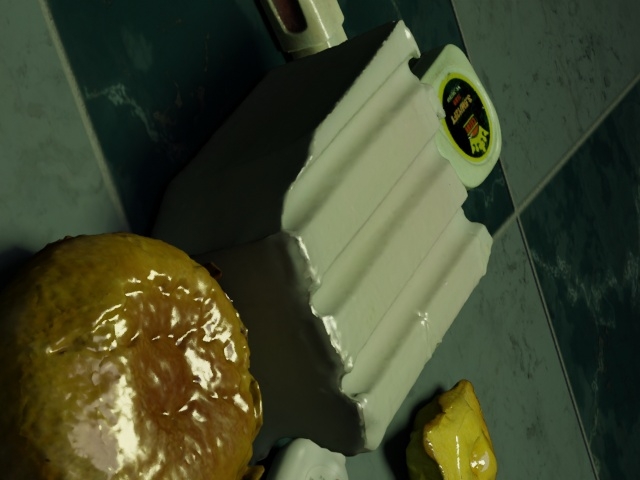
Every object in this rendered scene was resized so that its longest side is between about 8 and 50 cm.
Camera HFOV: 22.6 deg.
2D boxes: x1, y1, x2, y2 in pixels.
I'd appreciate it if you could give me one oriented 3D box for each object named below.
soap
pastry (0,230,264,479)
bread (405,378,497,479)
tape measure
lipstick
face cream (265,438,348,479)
[{"bbox_3d":[0.000,0.000,1.832,0.435,0.213,0.350,-55,130,-52],"label":"soap"},{"bbox_3d":[-0.186,0.159,1.510,0.356,0.164,0.356,19,67,-56],"label":"pastry"},{"bbox_3d":[0.175,0.291,2.172,0.233,0.088,0.161,-32,113,-62],"label":"bread"},{"bbox_3d":[0.154,-0.143,2.252,0.207,0.115,0.235,61,38,-20],"label":"tape measure"},{"bbox_3d":[-0.011,-0.266,2.034,0.253,0.079,0.077,65,31,-27],"label":"lipstick"},{"bbox_3d":[-0.017,0.305,1.843,0.144,0.071,0.291,59,36,-34],"label":"face cream"}]
